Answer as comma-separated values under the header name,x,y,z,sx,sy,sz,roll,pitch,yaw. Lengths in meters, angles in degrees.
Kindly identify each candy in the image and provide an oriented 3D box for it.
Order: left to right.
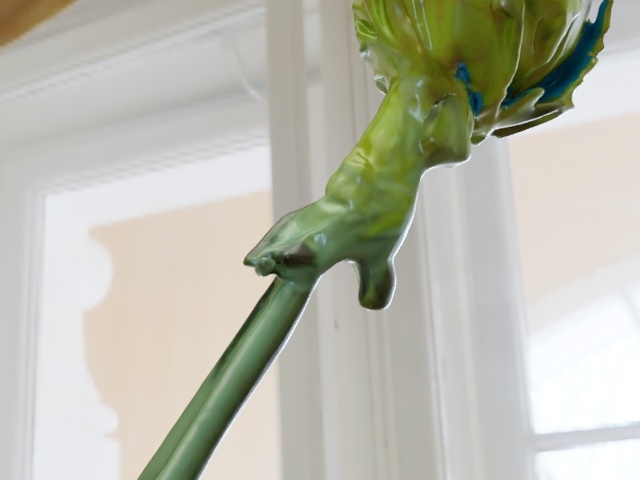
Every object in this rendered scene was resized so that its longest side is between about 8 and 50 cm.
name,x,y,z,sx,sy,sz,roll,pitch,yaw
candy,0.003,0.001,0.352,0.073,0.262,0.077,9,-30,49
